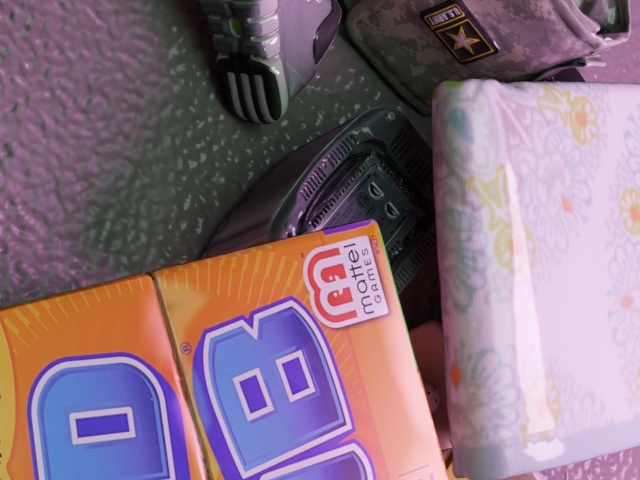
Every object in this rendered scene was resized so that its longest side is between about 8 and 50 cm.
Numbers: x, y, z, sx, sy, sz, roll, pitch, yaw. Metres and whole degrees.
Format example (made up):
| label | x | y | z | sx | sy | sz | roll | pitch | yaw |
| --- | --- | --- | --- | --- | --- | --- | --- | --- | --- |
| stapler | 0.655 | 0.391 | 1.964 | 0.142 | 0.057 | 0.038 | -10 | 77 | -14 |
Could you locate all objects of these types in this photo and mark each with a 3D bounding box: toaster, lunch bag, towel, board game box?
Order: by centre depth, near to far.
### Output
| label | x | y | z | sx | sy | sz | roll | pitch | yaw |
| --- | --- | --- | --- | --- | --- | --- | --- | --- | --- |
| board game box | -0.152 | 0.220 | 1.159 | 0.356 | 0.356 | 0.356 | -14 | 88 | -36 |
| toaster | 0.000 | 0.000 | 1.439 | 0.129 | 0.146 | 0.227 | 48 | 57 | -15 |
| towel | 0.226 | 0.025 | 1.498 | 0.374 | 0.090 | 0.320 | -5 | 88 | -49 |
| lunch bag | 0.133 | -0.264 | 1.532 | 0.169 | 0.235 | 0.287 | -14 | 87 | -41 |

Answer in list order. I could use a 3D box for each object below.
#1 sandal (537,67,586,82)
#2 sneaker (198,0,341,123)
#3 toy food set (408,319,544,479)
| label | x | y | z | sx | sy | sz | roll | pitch | yaw |
| --- | --- | --- | --- | --- | --- | --- | --- | --- | --- |
| sandal | 0.217 | -0.189 | 1.691 | 0.179 | 0.040 | 0.067 | 49 | 58 | -15 |
| sneaker | -0.041 | -0.225 | 1.478 | 0.132 | 0.086 | 0.228 | -42 | 137 | -44 |
| toy food set | 0.083 | 0.234 | 1.446 | 0.220 | 0.092 | 0.306 | 56 | 42 | -11 |
